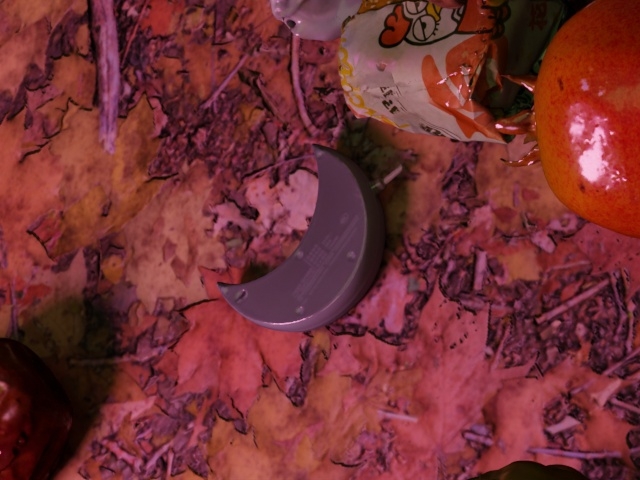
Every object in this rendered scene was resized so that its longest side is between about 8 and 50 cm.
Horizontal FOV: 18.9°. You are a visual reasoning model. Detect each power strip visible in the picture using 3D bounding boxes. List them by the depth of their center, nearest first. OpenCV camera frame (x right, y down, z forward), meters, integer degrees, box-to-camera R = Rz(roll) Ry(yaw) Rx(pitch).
[{"bbox_3d":[0.000,0.000,1.863,0.137,0.044,0.216,42,100,29],"label":"power strip"}]

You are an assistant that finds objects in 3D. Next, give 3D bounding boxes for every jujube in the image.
[{"bbox_3d":[-0.367,0.215,1.954,0.243,0.183,0.183,-43,61,3],"label":"jujube"}]

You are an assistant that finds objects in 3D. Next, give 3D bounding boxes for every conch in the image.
[{"bbox_3d":[0.011,-0.284,1.893,0.116,0.106,0.173,13,104,9],"label":"conch"}]

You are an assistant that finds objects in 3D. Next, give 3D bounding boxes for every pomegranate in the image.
[{"bbox_3d":[0.269,-0.104,1.632,0.256,0.221,0.221,-3,77,32],"label":"pomegranate"}]

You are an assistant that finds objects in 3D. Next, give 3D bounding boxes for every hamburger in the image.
[{"bbox_3d":[0.125,-0.208,1.794,0.214,0.125,0.235,20,84,36],"label":"hamburger"}]

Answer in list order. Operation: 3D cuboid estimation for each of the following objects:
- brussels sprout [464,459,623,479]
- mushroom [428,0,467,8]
[{"bbox_3d":[0.197,0.321,1.521,0.247,0.328,0.328,-49,60,9],"label":"brussels sprout"},{"bbox_3d":[0.225,-0.271,1.621,0.328,0.159,0.122,-7,98,20],"label":"mushroom"}]
